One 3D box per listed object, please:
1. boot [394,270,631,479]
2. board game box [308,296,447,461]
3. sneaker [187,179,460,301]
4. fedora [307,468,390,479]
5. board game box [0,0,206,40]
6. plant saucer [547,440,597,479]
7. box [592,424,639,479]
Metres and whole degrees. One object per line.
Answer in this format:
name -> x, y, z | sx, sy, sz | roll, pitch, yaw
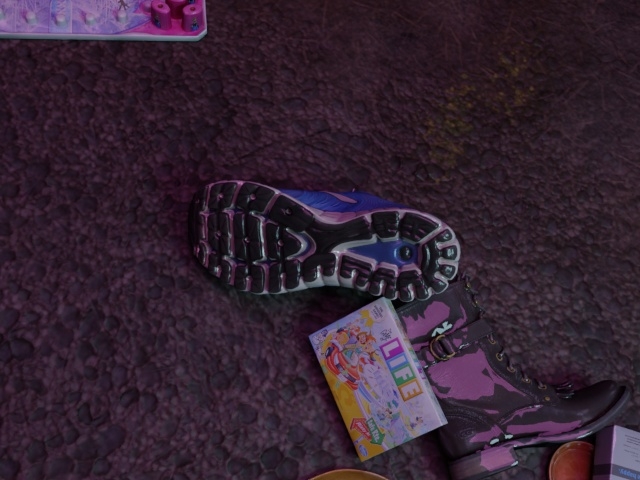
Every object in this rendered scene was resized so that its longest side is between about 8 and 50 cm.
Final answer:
boot -> 0.208, 0.139, 0.862 | 0.263, 0.091, 0.229 | -18, 71, -15
board game box -> 0.062, 0.155, 0.831 | 0.103, 0.026, 0.154 | -30, 72, 17
sneaker -> 0.000, 0.000, 0.879 | 0.330, 0.147, 0.129 | 10, 98, 11
fedora -> 0.033, 0.325, 0.752 | 0.194, 0.079, 0.194 | 4, 65, -9
board game box -> -0.367, -0.459, 1.051 | 0.390, 0.050, 0.390 | -2, 66, -12
plant saucer -> 0.304, 0.277, 0.859 | 0.083, 0.013, 0.083 | 4, 65, -9
box -> 0.376, 0.320, 0.830 | 0.145, 0.038, 0.186 | 19, 67, -8
